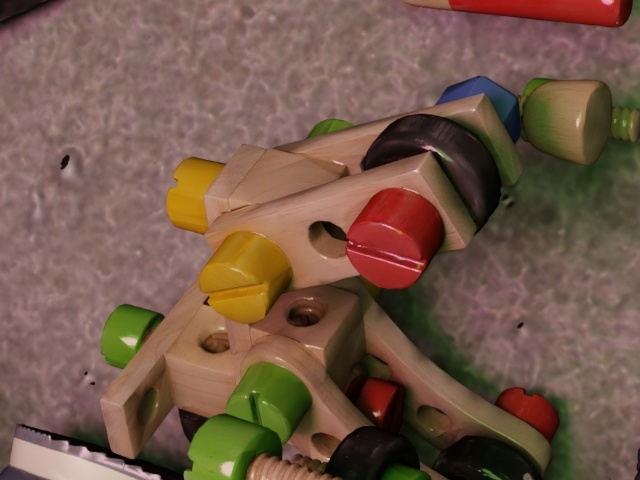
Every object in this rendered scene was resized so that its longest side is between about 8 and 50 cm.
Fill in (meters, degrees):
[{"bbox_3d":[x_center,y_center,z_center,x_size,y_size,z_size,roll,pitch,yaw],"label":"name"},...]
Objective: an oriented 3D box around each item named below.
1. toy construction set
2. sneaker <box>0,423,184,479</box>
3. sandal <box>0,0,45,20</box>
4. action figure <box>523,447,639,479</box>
[{"bbox_3d":[0.000,0.000,0.738,0.237,0.257,0.309,13,70,30],"label":"toy construction set"},{"bbox_3d":[-0.042,0.207,0.771,0.319,0.112,0.131,20,82,24],"label":"sneaker"},{"bbox_3d":[-0.262,-0.172,0.846,0.445,0.167,0.107,-29,61,13],"label":"sandal"},{"bbox_3d":[0.234,0.141,0.661,0.275,0.164,0.141,-9,92,7],"label":"action figure"}]
